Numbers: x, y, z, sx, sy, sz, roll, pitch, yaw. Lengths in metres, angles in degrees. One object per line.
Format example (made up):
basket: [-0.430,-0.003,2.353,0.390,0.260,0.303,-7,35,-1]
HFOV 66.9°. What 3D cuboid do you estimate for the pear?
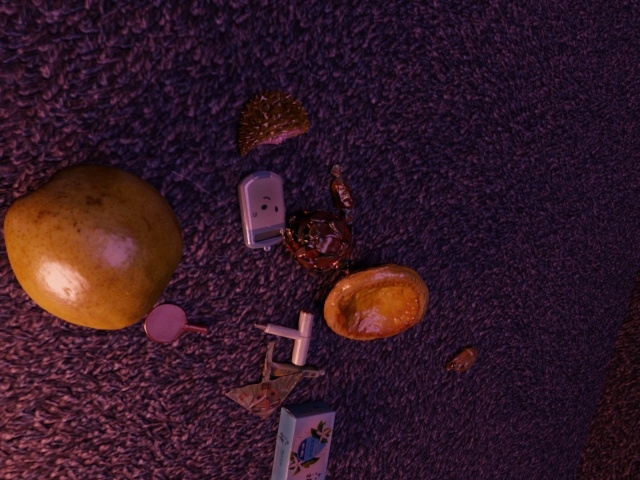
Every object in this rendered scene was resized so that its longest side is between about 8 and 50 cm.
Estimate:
pear: [-0.415,0.005,0.900,0.304,0.304,0.303,-8,105,-33]

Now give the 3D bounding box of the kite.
kite: [-0.149,0.388,1.323,0.230,0.012,0.249,-5,110,-27]

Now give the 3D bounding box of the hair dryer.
hair dryer: [-0.109,0.265,1.330,0.183,0.044,0.154,6,95,-31]

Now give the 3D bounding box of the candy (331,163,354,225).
candy: [0.064,-0.124,1.356,0.053,0.046,0.181,-26,112,-30]

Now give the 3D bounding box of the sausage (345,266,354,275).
sausage: [0.132,0.130,1.470,0.198,0.028,0.025,37,34,-34]

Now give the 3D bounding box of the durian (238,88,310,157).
durian: [-0.109,-0.287,1.177,0.183,0.165,0.132,-2,144,-12]

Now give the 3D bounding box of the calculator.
calculator: [-0.145,-0.073,1.227,0.121,0.039,0.210,-14,108,-30]

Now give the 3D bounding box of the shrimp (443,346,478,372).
shrimp: [0.528,0.456,1.819,0.180,0.041,0.099,-16,124,-33]

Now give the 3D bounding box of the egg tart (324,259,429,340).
egg tart: [0.158,0.163,1.407,0.319,0.128,0.318,-7,130,-8]

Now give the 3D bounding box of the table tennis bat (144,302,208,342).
table tennis bat: [-0.343,0.202,1.162,0.155,0.019,0.098,17,90,-34]

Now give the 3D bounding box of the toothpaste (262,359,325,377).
toothpaste: [-0.072,0.369,1.379,0.204,0.031,0.049,15,96,-34]

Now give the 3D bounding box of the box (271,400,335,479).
box: [-0.050,0.598,1.413,0.143,0.083,0.232,4,97,-36]

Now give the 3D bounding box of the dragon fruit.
dragon fruit: [0.002,0.002,1.265,0.182,0.182,0.188,-50,167,-15]
